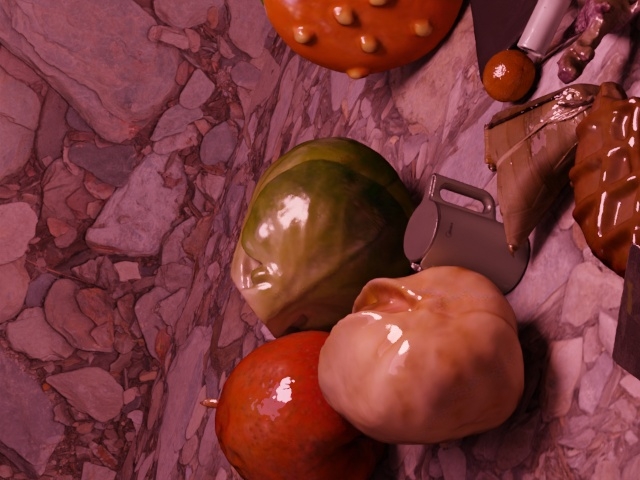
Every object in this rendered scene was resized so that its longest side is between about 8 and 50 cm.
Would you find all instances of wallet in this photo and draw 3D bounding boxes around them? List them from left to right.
[{"bbox_3d":[0.306,-0.438,1.469,0.197,0.051,0.378,-48,32,48],"label":"wallet"}]

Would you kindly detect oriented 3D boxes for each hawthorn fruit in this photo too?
[{"bbox_3d":[-0.048,0.274,1.408,0.277,0.298,0.277,4,-90,-74],"label":"hawthorn fruit"}]

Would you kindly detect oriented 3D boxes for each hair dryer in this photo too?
[{"bbox_3d":[0.307,-0.341,1.290,0.155,0.044,0.183,-64,14,6],"label":"hair dryer"}]

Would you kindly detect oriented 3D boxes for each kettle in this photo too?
[{"bbox_3d":[0.201,-0.004,1.226,0.127,0.148,0.098,-65,20,14],"label":"kettle"}]

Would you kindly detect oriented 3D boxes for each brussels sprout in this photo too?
[{"bbox_3d":[0.004,0.002,1.505,0.355,0.289,0.281,-46,16,-16],"label":"brussels sprout"}]

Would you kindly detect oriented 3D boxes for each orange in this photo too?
[{"bbox_3d":[0.280,-0.244,1.341,0.085,0.085,0.085,-52,28,43],"label":"orange"}]

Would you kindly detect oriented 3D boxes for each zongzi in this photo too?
[{"bbox_3d":[0.295,-0.090,1.148,0.194,0.099,0.198,-22,65,56],"label":"zongzi"}]

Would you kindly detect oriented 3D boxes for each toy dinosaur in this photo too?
[{"bbox_3d":[0.353,-0.297,1.180,0.200,0.072,0.251,-54,16,21],"label":"toy dinosaur"}]

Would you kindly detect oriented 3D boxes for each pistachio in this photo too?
[{"bbox_3d":[0.128,0.155,1.165,0.229,0.238,0.321,-43,9,-35],"label":"pistachio"}]

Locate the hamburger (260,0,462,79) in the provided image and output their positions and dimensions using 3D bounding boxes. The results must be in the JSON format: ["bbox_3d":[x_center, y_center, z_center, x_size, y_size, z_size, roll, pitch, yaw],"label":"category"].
[{"bbox_3d":[0.069,-0.506,1.648,0.396,0.395,0.278,-53,27,41],"label":"hamburger"}]

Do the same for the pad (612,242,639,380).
[{"bbox_3d":[0.343,0.107,0.805,0.211,0.003,0.143,43,141,52],"label":"pad"}]

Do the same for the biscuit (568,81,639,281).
[{"bbox_3d":[0.379,-0.069,0.873,0.366,0.115,0.268,-28,46,63],"label":"biscuit"}]
